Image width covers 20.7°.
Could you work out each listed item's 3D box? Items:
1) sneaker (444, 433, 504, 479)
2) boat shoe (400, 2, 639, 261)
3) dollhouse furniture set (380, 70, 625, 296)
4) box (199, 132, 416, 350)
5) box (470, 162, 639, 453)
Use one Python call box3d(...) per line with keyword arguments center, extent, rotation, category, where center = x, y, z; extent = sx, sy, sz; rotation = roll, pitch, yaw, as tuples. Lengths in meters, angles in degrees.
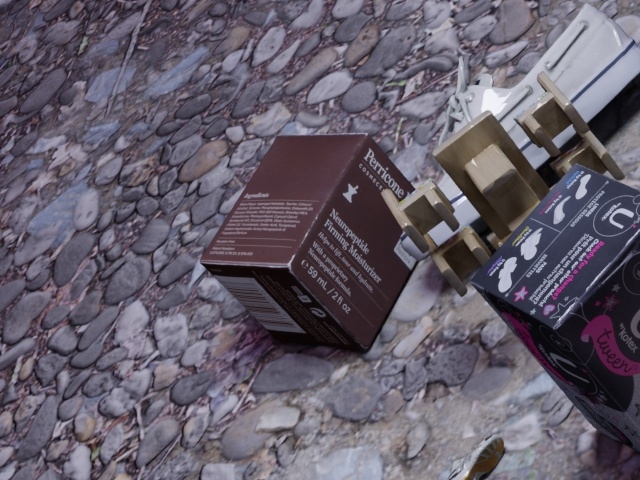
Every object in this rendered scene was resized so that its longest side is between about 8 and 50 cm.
box3d(center=(0.154, 0.230, 1.806), extent=(0.083, 0.032, 0.037), rotation=(-49, 34, -12), category="sneaker")
box3d(center=(0.203, -0.143, 2.027), extent=(0.367, 0.156, 0.136), rotation=(-43, -2, -3), category="boat shoe")
box3d(center=(0.206, -0.046, 1.874), extent=(0.212, 0.242, 0.161), rotation=(-37, 33, 7), category="dollhouse furniture set")
box3d(center=(0.000, 0.000, 2.099), extent=(0.167, 0.168, 0.203), rotation=(2, 54, 48), category="box")
box3d(center=(0.289, 0.078, 1.643), extent=(0.163, 0.247, 0.142), rotation=(-48, 33, -8), category="box")
